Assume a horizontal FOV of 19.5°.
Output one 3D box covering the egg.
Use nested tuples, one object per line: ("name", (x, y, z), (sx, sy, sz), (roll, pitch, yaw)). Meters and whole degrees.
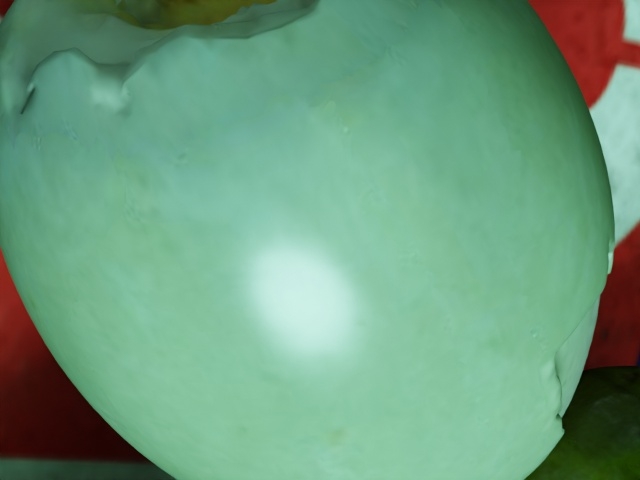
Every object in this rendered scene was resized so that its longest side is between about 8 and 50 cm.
("egg", (0.000, 0.000, 0.581), (0.183, 0.183, 0.217), (-35, 124, -23))

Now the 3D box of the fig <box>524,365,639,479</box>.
("fig", (0.134, 0.104, 0.714), (0.133, 0.185, 0.126), (13, 68, -31))
